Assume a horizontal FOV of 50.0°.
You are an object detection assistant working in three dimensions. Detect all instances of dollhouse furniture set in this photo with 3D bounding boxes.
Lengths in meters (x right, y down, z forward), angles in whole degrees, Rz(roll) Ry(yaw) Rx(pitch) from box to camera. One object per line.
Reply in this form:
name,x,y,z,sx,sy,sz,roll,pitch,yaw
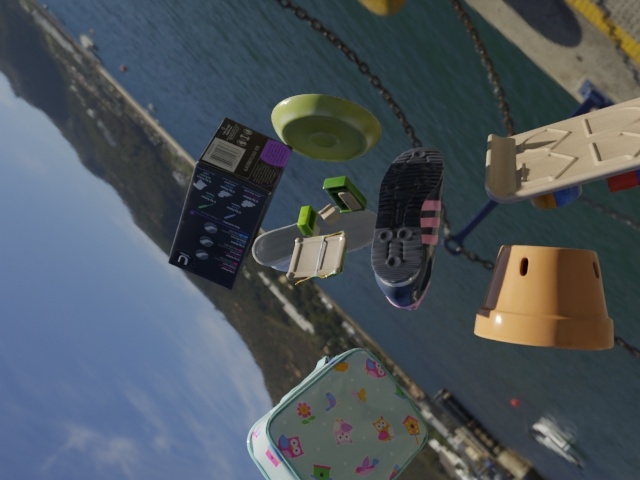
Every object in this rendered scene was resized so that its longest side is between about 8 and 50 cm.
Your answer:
dollhouse furniture set,0.014,-0.003,0.856,0.076,0.151,0.058,-8,143,30

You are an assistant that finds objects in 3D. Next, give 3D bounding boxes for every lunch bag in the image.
lunch bag,0.030,0.316,1.129,0.224,0.279,0.108,49,137,11

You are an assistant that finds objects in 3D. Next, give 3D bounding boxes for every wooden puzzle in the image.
wooden puzzle,0.486,-0.155,1.261,0.322,0.348,0.080,-63,-42,-59

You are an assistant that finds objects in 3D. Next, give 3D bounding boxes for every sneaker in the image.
sneaker,0.158,-0.023,1.216,0.112,0.319,0.131,3,142,22
sneaker,0.000,0.000,1.589,0.169,0.292,0.108,51,-153,-79

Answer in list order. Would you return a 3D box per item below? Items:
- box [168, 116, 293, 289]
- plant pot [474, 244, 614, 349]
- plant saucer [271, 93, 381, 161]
box,-0.175,-0.066,1.311,0.143,0.270,0.165,23,-139,-3
plant pot,0.491,0.117,1.498,0.291,0.203,0.291,5,178,0
plant saucer,0.010,-0.230,1.477,0.241,0.037,0.241,8,159,3
